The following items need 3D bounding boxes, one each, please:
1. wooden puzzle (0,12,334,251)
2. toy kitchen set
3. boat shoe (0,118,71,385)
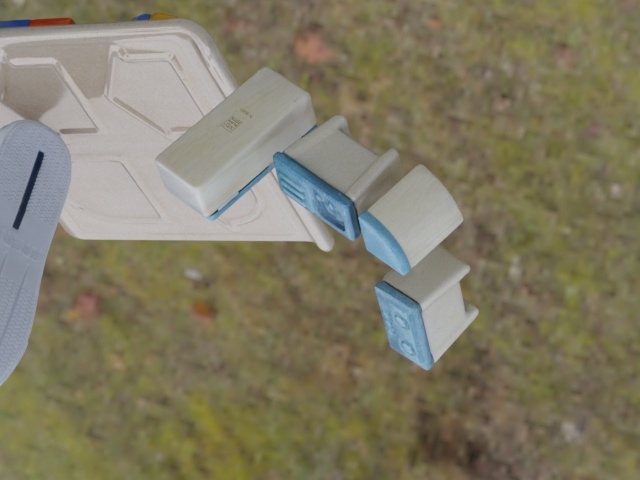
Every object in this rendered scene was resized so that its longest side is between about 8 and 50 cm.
[{"bbox_3d":[-0.179,-0.114,1.807,0.348,0.080,0.322,5,146,29],"label":"wooden puzzle"},{"bbox_3d":[0.000,0.000,1.427,0.207,0.122,0.166,35,156,33],"label":"toy kitchen set"},{"bbox_3d":[-0.326,0.042,1.712,0.121,0.335,0.119,39,143,-24],"label":"boat shoe"}]
